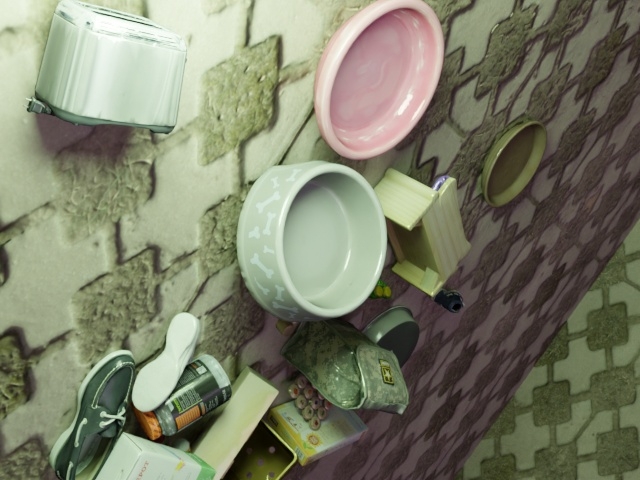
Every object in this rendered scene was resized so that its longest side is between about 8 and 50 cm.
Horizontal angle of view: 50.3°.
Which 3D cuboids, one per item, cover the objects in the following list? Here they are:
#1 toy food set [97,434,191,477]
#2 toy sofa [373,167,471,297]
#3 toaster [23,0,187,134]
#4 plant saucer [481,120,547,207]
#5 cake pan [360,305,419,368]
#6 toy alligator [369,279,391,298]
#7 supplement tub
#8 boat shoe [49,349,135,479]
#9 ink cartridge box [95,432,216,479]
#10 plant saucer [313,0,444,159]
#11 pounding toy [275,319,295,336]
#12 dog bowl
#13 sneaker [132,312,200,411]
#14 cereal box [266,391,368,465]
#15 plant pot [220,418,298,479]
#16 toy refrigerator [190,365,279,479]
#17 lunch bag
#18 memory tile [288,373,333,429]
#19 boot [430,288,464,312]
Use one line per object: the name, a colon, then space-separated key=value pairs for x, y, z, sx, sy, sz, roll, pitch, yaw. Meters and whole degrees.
toy food set: x=-0.397 y=0.481 z=1.472 sx=0.232 sy=0.111 sz=0.104 roll=-32 pitch=140 yaw=-27
toy sofa: x=0.251 y=-0.031 z=1.718 sx=0.177 sy=0.150 sz=0.362 roll=-49 pitch=145 yaw=-13
toaster: x=-0.292 y=-0.240 z=0.946 sx=0.227 sy=0.129 sz=0.146 roll=-1 pitch=117 yaw=-45
plant saucer: x=0.559 y=-0.225 z=1.988 sx=0.278 sy=0.041 sz=0.278 roll=-29 pitch=138 yaw=-29
cake pan: x=0.192 y=0.332 z=2.053 sx=0.293 sy=0.054 sz=0.293 roll=-29 pitch=139 yaw=-28
toy alligator: x=0.130 y=0.127 z=1.811 sx=0.190 sy=0.056 sz=0.051 roll=9 pitch=72 yaw=-50
supplement tub: x=-0.296 y=0.335 z=1.453 sx=0.190 sy=0.117 sz=0.117 roll=-27 pitch=138 yaw=-31
boat shoe: x=-0.431 y=0.358 z=1.342 sx=0.114 sy=0.091 sz=0.302 roll=5 pitch=116 yaw=-50
ink cartridge box: x=-0.343 y=0.502 z=1.392 sx=0.212 sy=0.093 sz=0.154 roll=36 pitch=78 yaw=-45
plant saucer: x=0.106 y=-0.324 z=1.355 sx=0.332 sy=0.084 sz=0.332 roll=-29 pitch=138 yaw=-30
pounding toy: x=-0.063 y=0.107 z=1.532 sx=0.181 sy=0.094 sz=0.206 roll=9 pitch=114 yaw=-50
dog bowl: x=0.000 y=0.000 z=1.383 sx=0.349 sy=0.102 sz=0.349 roll=-2 pitch=93 yaw=-43
sneaker: x=-0.302 y=0.255 z=1.394 sx=0.212 sy=0.080 sz=0.094 roll=-60 pitch=166 yaw=-11
cereal box: x=-0.006 y=0.505 z=1.878 sx=0.240 sy=0.173 sz=0.047 roll=-8 pitch=132 yaw=-44
plant pot: x=-0.177 y=0.556 z=1.721 sx=0.212 sy=0.212 sz=0.187 roll=-47 pitch=157 yaw=-6
toy refrigerator: x=-0.210 y=0.437 z=1.598 sx=0.269 sy=0.094 sz=0.102 roll=-55 pitch=-171 yaw=-8
lunch bag: x=0.082 y=0.323 z=1.720 sx=0.169 sy=0.287 sz=0.235 roll=-56 pitch=144 yaw=6
memory tile: x=-0.023 y=0.421 z=1.830 sx=0.148 sy=0.012 sz=0.113 roll=59 pitch=43 yaw=-15
boot: x=0.424 y=0.202 z=2.171 sx=0.190 sy=0.086 sz=0.069 roll=14 pitch=109 yaw=-52
